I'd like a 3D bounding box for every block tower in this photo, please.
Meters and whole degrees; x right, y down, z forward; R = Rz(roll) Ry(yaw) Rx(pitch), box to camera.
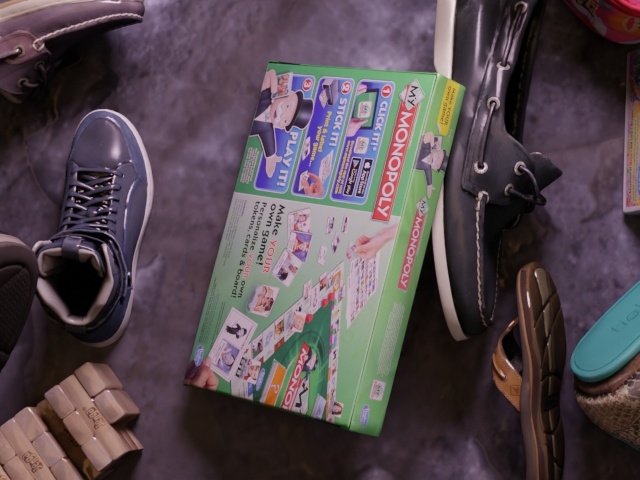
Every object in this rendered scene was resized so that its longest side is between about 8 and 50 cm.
[{"bbox_3d":[-0.316,0.246,1.519,0.335,0.097,0.091,-37,82,0],"label":"block tower"}]

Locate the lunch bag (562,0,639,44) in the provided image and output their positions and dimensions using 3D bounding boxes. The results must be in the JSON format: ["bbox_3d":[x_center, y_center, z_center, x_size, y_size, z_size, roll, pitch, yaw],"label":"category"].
[{"bbox_3d":[0.279,-0.358,1.547,0.293,0.120,0.258,43,83,9],"label":"lunch bag"}]

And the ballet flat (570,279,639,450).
[{"bbox_3d":[0.427,0.000,1.493,0.182,0.164,0.483,37,92,-16],"label":"ballet flat"}]

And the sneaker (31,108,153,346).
[{"bbox_3d":[-0.209,-0.021,1.509,0.086,0.163,0.226,0,82,5],"label":"sneaker"}]

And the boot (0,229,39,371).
[{"bbox_3d":[-0.441,0.083,1.468,0.284,0.138,0.377,43,103,30],"label":"boot"}]

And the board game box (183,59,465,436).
[{"bbox_3d":[0.000,0.000,1.493,0.213,0.046,0.317,10,83,42],"label":"board game box"}]

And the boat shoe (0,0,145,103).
[{"bbox_3d":[-0.296,-0.174,1.564,0.285,0.103,0.092,-14,88,5],"label":"boat shoe"}]

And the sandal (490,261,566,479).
[{"bbox_3d":[0.188,0.130,1.521,0.060,0.090,0.219,-2,90,25],"label":"sandal"}]

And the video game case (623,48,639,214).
[{"bbox_3d":[0.324,-0.107,1.504,0.019,0.143,0.157,5,83,-24],"label":"video game case"}]

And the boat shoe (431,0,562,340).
[{"bbox_3d":[0.165,-0.079,1.513,0.113,0.127,0.340,-2,74,15],"label":"boat shoe"}]
